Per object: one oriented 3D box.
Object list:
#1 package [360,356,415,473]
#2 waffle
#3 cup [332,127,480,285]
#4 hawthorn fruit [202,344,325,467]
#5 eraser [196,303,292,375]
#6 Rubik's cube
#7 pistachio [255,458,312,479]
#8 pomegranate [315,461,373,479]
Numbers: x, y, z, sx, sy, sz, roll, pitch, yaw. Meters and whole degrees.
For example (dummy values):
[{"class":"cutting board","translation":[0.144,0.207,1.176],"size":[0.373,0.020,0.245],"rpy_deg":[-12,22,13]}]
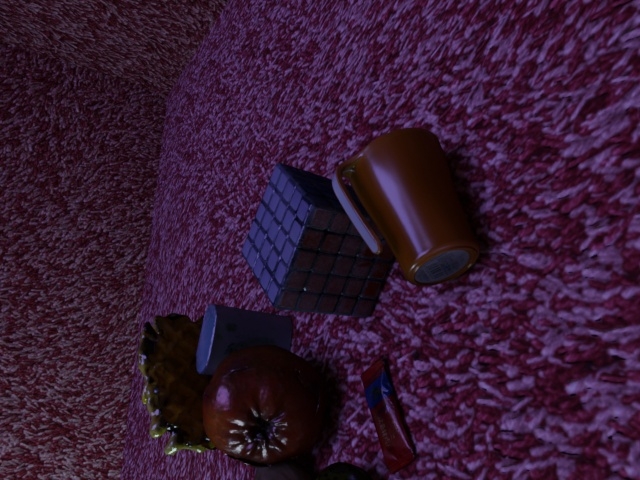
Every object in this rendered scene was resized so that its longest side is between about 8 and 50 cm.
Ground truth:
[{"class":"package","translation":[0.124,0.331,1.009],"size":[0.083,0.022,0.201],"rpy_deg":[-52,41,37]},{"class":"waffle","translation":[-0.292,0.360,1.354],"size":[0.095,0.379,0.382],"rpy_deg":[-41,51,29]},{"class":"cup","translation":[0.147,-0.059,0.929],"size":[0.182,0.226,0.264],"rpy_deg":[112,146,-50]},{"class":"hawthorn fruit","translation":[-0.124,0.360,1.214],"size":[0.307,0.275,0.276],"rpy_deg":[-107,30,-87]},{"class":"eraser","translation":[-0.191,0.266,1.354],"size":[0.081,0.226,0.174],"rpy_deg":[-8,71,54]},{"class":"Rubik's cube","translation":[0.000,0.000,1.123],"size":[0.237,0.237,0.238],"rpy_deg":[49,121,55]},{"class":"pistachio","translation":[-0.083,0.555,1.172],"size":[0.226,0.135,0.136],"rpy_deg":[-173,94,-67]},{"class":"pomegranate","translation":[0.053,0.487,0.966],"size":[0.169,0.148,0.149],"rpy_deg":[-3,77,52]}]
